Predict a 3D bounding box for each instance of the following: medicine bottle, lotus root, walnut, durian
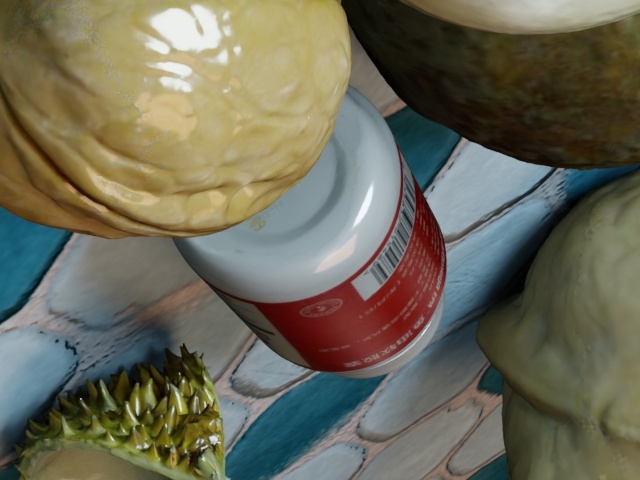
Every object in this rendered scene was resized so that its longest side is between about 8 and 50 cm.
[{"bbox_3d":[0.000,0.000,1.134,0.131,0.131,0.250,-39,159,-2],"label":"medicine bottle"},{"bbox_3d":[0.116,-0.118,1.056,0.142,0.210,0.314,-47,147,-14],"label":"lotus root"},{"bbox_3d":[0.298,0.109,1.580,0.381,0.381,0.381,-34,158,-16],"label":"walnut"},{"bbox_3d":[-0.109,0.147,1.234,0.144,0.139,0.252,-24,154,-25],"label":"durian"},{"bbox_3d":[-0.074,-0.077,0.831,0.165,0.165,0.197,-47,154,17],"label":"walnut"}]

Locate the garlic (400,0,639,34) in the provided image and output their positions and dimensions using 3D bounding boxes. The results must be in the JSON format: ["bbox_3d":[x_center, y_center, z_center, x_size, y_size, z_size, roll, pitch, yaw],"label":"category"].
[{"bbox_3d":[0.100,-0.169,0.844,0.245,0.164,0.145,3,-178,-8],"label":"garlic"}]
